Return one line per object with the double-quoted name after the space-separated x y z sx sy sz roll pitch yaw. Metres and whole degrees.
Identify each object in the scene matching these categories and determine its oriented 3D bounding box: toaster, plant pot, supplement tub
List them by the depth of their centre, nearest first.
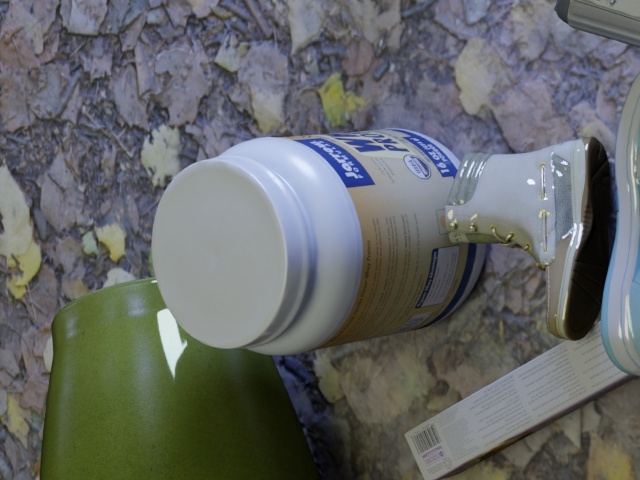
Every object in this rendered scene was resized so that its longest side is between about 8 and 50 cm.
0.324 -0.242 1.788 0.146 0.227 0.129 23 106 19 "toaster"
0.000 0.000 2.017 0.228 0.316 0.228 6 99 41 "supplement tub"
-0.172 0.238 2.210 0.366 0.366 0.352 -26 66 40 "plant pot"

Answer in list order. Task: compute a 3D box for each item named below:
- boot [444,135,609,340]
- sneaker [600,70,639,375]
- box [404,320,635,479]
0.208 0.002 1.952 0.165 0.077 0.213 -4 70 32 "boot"
0.381 -0.028 1.771 0.208 0.127 0.319 -1 82 49 "sneaker"
0.224 0.165 2.008 0.324 0.063 0.067 -36 73 38 "box"
